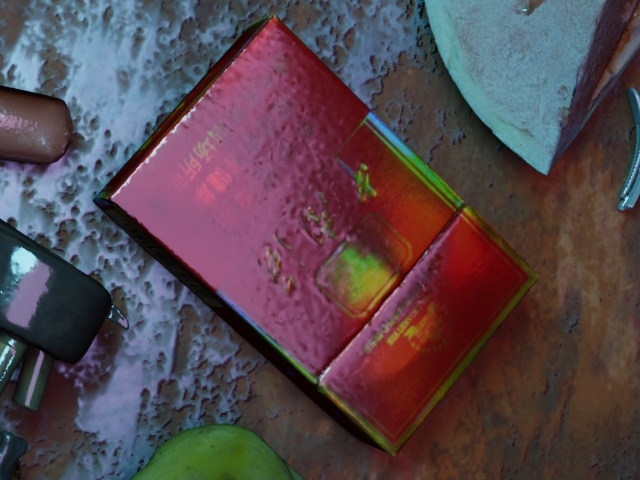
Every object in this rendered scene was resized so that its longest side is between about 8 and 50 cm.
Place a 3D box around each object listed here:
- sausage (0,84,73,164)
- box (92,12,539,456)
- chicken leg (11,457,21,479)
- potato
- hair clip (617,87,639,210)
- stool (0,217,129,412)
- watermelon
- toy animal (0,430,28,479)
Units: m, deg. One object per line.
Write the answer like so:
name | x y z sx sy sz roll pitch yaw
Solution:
sausage | -0.235 -0.087 1.066 0.094 0.059 0.054 10 101 -22
box | 0.000 -0.001 1.131 0.313 0.089 0.197 43 77 -15
chicken leg | -0.239 0.249 1.071 0.093 0.070 0.178 -8 86 -12
potato | -0.088 0.267 1.076 0.197 0.148 0.228 41 79 -1
hair clip | 0.282 -0.083 1.254 0.039 0.030 0.115 15 84 1
stool | -0.252 0.036 1.033 0.217 0.125 0.121 32 83 -6
watermelon | 0.211 -0.231 1.161 0.260 0.176 0.256 -46 113 -35
toy animal | -0.261 0.204 1.005 0.114 0.245 0.146 28 74 -51
